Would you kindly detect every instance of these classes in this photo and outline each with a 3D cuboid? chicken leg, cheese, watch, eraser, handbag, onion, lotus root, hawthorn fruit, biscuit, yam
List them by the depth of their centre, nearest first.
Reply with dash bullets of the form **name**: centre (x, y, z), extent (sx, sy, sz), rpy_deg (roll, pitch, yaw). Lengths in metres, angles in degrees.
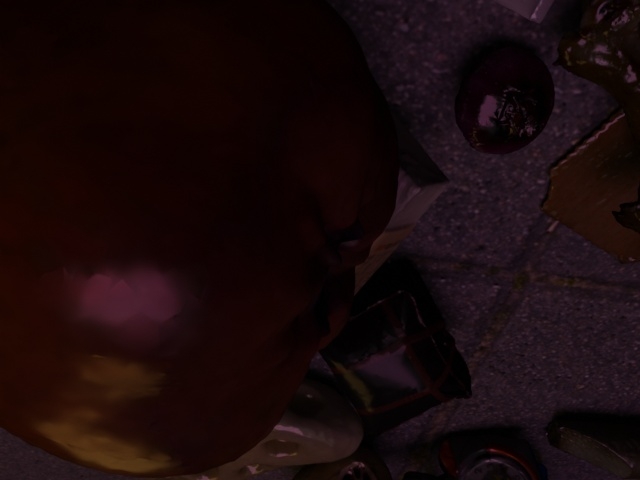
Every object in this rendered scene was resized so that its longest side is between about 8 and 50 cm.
- **hawthorn fruit**: centre (-0.169, -0.036, 0.631), extent (0.472, 0.471, 0.471), rpy_deg (0, 134, 0)
- **onion**: centre (0.199, -0.145, 0.752), extent (0.115, 0.104, 0.115), rpy_deg (-10, 128, -12)
- **chicken leg**: centre (0.381, -0.104, 0.757), extent (0.361, 0.140, 0.211), rpy_deg (27, 107, -10)
- **eraser**: centre (0.000, 0.000, 0.853), extent (0.078, 0.144, 0.343), rpy_deg (-12, 148, -46)
- **biscuit**: centre (0.411, -0.077, 0.875), extent (0.232, 0.013, 0.237), rpy_deg (28, 127, -24)
- **handbag**: centre (0.104, 0.153, 0.996), extent (0.169, 0.155, 0.215), rpy_deg (-24, 111, 19)
- **cheese**: centre (-0.139, 0.333, 1.191), extent (0.351, 0.129, 0.328), rpy_deg (21, 128, -16)
- **yam**: centre (0.536, 0.366, 1.239), extent (0.259, 0.106, 0.106), rpy_deg (2, 134, -3)
- **lotus root**: centre (0.022, 0.473, 1.305), extent (0.169, 0.151, 0.342), rpy_deg (-2, 152, -20)
- **watch**: centre (0.282, 0.512, 1.309), extent (0.305, 0.241, 0.274), rpy_deg (-12, 146, 12)

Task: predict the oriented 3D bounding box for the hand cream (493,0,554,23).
- **hand cream**: centre (0.140, -0.290, 0.642), extent (0.248, 0.083, 0.133), rpy_deg (10, 134, -23)
